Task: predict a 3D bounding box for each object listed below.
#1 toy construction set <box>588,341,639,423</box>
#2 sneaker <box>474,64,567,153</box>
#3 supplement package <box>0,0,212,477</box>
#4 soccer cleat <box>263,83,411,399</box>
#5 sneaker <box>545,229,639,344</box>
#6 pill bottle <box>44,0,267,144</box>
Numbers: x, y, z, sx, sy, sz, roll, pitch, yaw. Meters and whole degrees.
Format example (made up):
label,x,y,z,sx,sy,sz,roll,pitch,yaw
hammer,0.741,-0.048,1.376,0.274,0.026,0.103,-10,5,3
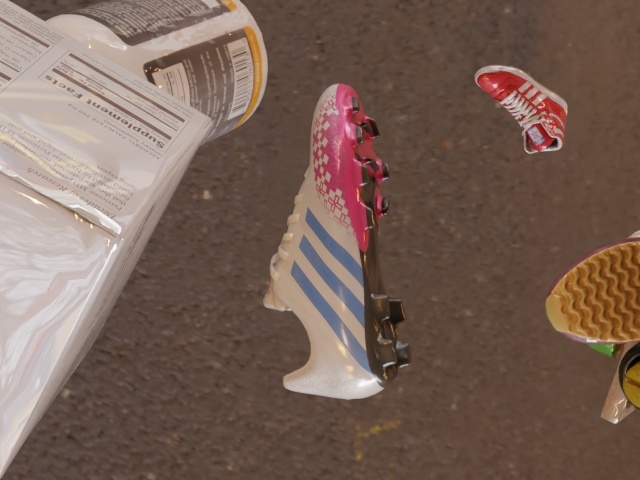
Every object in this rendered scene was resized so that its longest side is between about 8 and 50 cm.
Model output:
label,x,y,z,sx,sy,sz,roll,pitch,yaw
toy construction set,0.343,0.128,0.957,0.257,0.237,0.308,-50,148,-37
sneaker,0.210,-0.134,1.233,0.118,0.042,0.067,22,57,-24
supplement package,-0.233,-0.028,0.652,0.262,0.204,0.145,30,33,-3
soccer cleat,0.000,0.000,1.223,0.116,0.143,0.331,32,50,-67
sneaker,0.231,0.020,0.804,0.186,0.084,0.069,-21,88,-9
pill bottle,-0.184,-0.141,1.101,0.278,0.162,0.162,-34,116,-51
